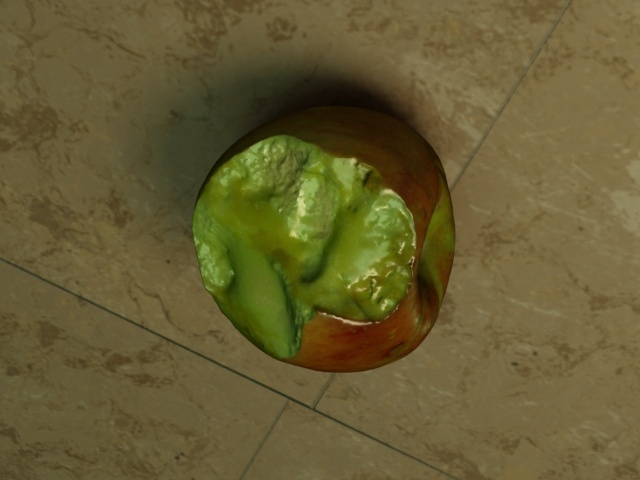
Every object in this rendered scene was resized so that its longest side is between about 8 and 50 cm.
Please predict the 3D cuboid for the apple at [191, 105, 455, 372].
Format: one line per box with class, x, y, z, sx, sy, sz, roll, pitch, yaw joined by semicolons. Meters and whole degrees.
apple;0.000;0.000;1.459;0.226;0.246;0.246;6;128;19
